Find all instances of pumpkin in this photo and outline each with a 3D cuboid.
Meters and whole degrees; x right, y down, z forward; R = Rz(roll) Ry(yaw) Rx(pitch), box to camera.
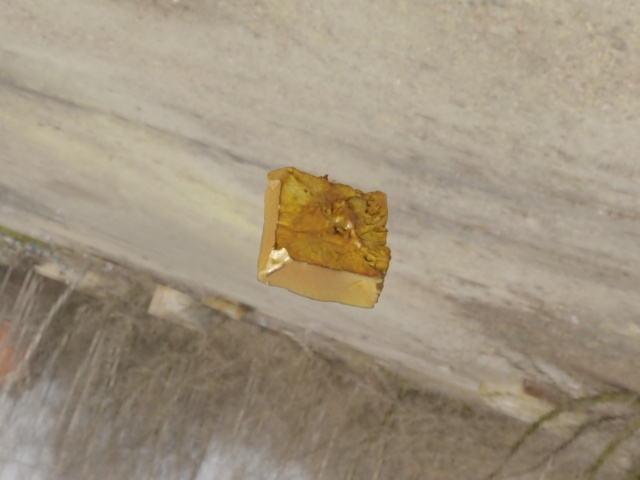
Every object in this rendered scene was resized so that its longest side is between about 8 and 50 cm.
[{"bbox_3d":[0.000,0.000,0.612,0.083,0.074,0.054,15,147,-15],"label":"pumpkin"}]
